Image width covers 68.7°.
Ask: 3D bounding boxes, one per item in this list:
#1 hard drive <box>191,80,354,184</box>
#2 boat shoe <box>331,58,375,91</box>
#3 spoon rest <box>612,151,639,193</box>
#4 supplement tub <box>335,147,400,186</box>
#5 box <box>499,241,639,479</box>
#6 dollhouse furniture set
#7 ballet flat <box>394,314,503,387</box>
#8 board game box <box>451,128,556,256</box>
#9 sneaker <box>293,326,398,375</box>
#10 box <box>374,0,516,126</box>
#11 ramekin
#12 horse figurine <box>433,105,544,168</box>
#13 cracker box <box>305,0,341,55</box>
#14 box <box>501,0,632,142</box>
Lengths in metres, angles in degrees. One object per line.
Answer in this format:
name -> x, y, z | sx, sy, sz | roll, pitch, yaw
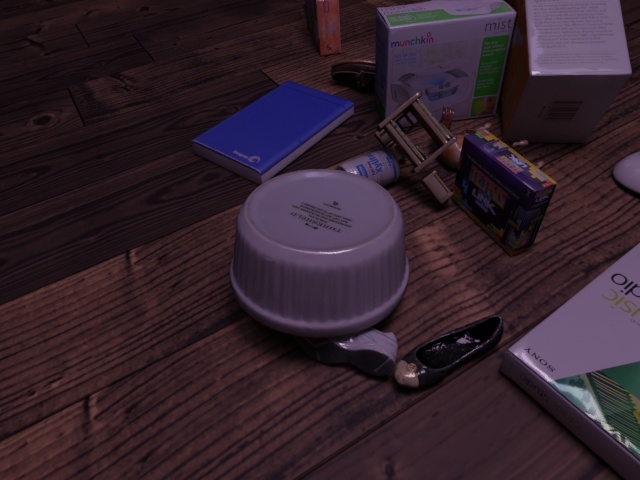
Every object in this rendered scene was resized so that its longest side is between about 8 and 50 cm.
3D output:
hard drive -> -0.101, -0.258, 1.062 | 0.210, 0.040, 0.318 | 27, 54, 28
boat shoe -> 0.124, -0.409, 1.171 | 0.207, 0.073, 0.073 | 5, 86, 18
spoon rest -> 0.648, -0.088, 0.814 | 0.137, 0.084, 0.276 | -19, 34, -15
supplement tub -> 0.091, -0.129, 0.898 | 0.107, 0.071, 0.071 | -24, 48, -18
box -> 0.431, 0.148, 0.603 | 0.322, 0.058, 0.232 | -30, 50, -21
dollhouse furniture set -> 0.203, -0.174, 0.905 | 0.101, 0.161, 0.182 | -39, 93, 7
ballet flat -> 0.172, 0.145, 0.634 | 0.173, 0.049, 0.057 | -24, 47, -17
board game box -> 0.296, -0.081, 0.782 | 0.048, 0.141, 0.170 | -20, 46, -14
sneaker -> 0.035, 0.141, 0.657 | 0.152, 0.054, 0.061 | 14, 32, 16
box -> 0.258, -0.390, 1.027 | 0.261, 0.231, 0.127 | -7, 45, -3
ramekin -> 0.000, 0.000, 0.686 | 0.272, 0.127, 0.273 | 1, 37, 0
horse figurine -> 0.315, -0.176, 0.928 | 0.174, 0.066, 0.263 | -29, 52, -29
cracker box -> 0.003, -0.667, 1.374 | 0.067, 0.156, 0.232 | -11, 45, -5
box -> 0.473, -0.402, 0.951 | 0.168, 0.215, 0.345 | 3, 68, 10
